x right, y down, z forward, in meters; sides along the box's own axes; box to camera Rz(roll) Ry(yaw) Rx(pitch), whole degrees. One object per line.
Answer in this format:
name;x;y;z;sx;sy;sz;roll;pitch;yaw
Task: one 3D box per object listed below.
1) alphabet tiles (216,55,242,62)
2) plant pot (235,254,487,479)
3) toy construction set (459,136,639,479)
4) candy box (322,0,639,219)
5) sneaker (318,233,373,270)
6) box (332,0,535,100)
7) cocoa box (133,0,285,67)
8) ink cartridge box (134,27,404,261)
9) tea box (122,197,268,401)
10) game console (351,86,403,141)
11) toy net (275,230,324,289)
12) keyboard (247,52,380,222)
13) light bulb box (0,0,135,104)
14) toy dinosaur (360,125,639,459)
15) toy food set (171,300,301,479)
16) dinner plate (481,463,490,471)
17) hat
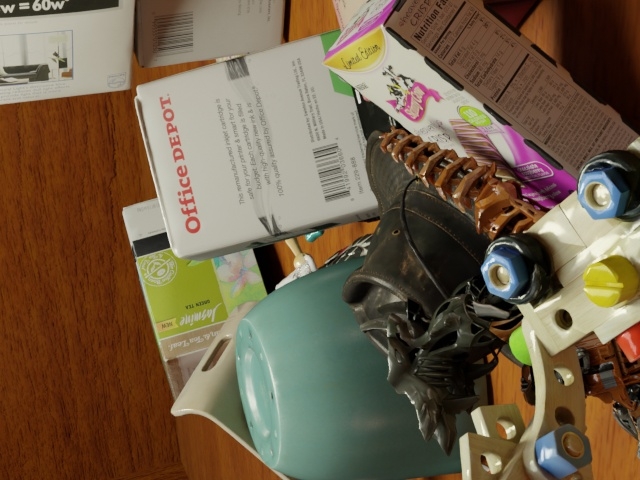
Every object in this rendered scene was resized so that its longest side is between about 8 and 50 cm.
alphabet tiles;-0.143;-0.279;2.039;0.278;0.021;0.284;109;145;-60
plant pot;0.032;0.163;1.379;0.293;0.235;0.292;170;90;-72
toy construction set;0.212;0.054;0.704;0.328;0.151;0.215;-41;73;34
candy box;0.130;-0.113;0.924;0.233;0.071;0.159;37;169;-11
sneaker;0.054;0.041;1.579;0.071;0.068;0.170;47;158;-5
box;0.104;-0.249;1.048;0.232;0.127;0.148;122;134;-68
cocoa box;-0.184;-0.466;1.661;0.347;0.232;0.228;97;156;-47
ink cartridge box;-0.046;-0.110;1.329;0.121;0.289;0.211;28;-132;-83
tea box;-0.222;0.118;2.180;0.329;0.220;0.323;92;159;-63
game console;0.087;-0.178;1.226;0.107;0.071;0.122;-25;77;62
toy net;0.000;0.000;1.578;0.122;0.045;0.232;-13;58;48
keyboard;-0.041;-0.145;1.520;0.033;0.202;0.317;-51;44;25
light bulb box;-0.399;-0.441;1.582;0.361;0.225;0.357;111;146;-60
toy dinosaur;0.162;0.048;0.916;0.322;0.218;0.164;57;-163;26
toy food set;-0.038;0.250;1.532;0.306;0.219;0.092;42;132;-10
dinner plate;0.202;0.337;1.352;0.141;0.017;0.141;167;90;-72
hat;0.103;0.051;1.111;0.331;0.134;0.331;49;170;12
